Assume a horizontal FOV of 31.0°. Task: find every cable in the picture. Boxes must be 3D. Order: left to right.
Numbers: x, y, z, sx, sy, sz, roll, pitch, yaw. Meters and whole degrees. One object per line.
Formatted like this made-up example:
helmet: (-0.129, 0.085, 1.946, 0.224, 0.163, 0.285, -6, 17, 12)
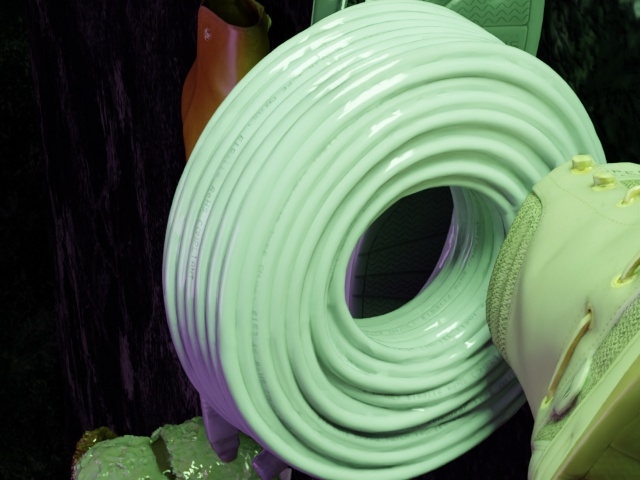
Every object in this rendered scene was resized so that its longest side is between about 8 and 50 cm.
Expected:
cable: (0.039, 0.006, 0.622, 0.089, 0.257, 0.257, 38, 151, 53)

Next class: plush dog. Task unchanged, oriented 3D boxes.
plush dog: (-0.169, 0.280, 1.309, 0.262, 0.225, 0.210, -127, 34, -50)

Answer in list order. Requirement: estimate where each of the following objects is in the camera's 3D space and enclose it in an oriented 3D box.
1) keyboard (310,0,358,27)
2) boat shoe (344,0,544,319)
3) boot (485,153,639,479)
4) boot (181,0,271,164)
keyboard: (0.008, -0.121, 0.819, 0.317, 0.033, 0.201, 97, 178, -82)
boat shoe: (0.065, -0.062, 0.735, 0.103, 0.118, 0.320, -130, 40, -62)
boot: (0.168, -0.006, 0.496, 0.262, 0.095, 0.203, -58, 12, 21)
boot: (-0.076, -0.099, 1.073, 0.295, 0.104, 0.211, -116, 26, -48)
